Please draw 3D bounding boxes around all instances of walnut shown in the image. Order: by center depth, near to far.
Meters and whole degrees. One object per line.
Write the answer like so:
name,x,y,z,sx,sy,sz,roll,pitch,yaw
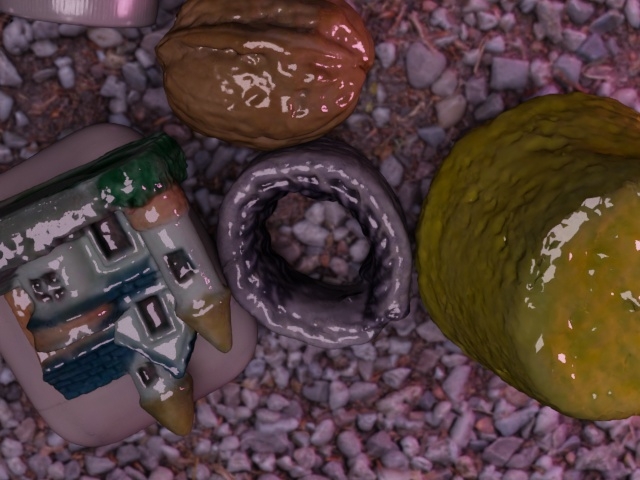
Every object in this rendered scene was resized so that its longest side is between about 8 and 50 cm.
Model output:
walnut,-0.064,-0.197,1.549,0.245,0.198,0.198,7,104,0

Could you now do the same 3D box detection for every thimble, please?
thimble,0.000,0.000,1.613,0.217,0.157,0.245,-42,98,13

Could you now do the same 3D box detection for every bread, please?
bread,0.303,0.020,1.517,0.348,0.308,0.348,-4,104,-16

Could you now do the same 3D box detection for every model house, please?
model house,-0.214,0.085,1.482,0.267,0.194,0.325,-24,104,5

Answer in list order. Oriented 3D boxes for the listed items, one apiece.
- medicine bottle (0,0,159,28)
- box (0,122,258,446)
medicine bottle,-0.251,-0.408,1.492,0.208,0.208,0.339,7,104,0
box,-0.259,0.056,1.640,0.289,0.141,0.349,-29,101,6
